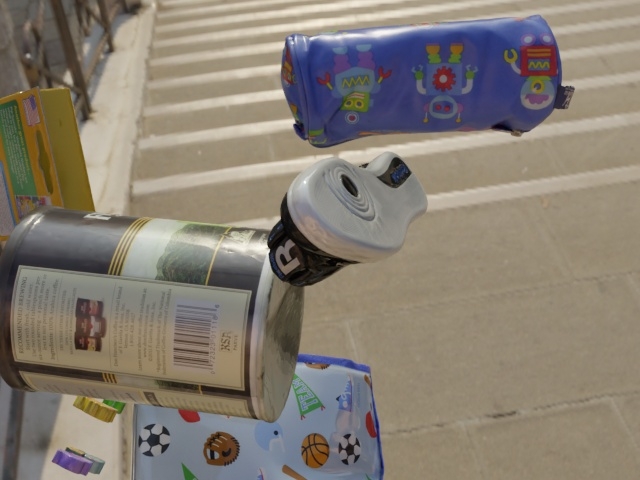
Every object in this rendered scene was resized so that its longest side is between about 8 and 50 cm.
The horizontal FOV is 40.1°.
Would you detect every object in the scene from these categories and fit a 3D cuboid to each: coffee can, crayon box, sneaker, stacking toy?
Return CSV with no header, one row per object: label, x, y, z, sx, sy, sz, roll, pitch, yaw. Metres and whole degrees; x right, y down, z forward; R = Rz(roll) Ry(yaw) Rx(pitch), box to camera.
coffee can,-0.170,0.075,0.924,0.275,0.201,0.201,6,46,9
crayon box,-0.438,-0.106,1.298,0.083,0.203,0.323,-16,9,-43
sneaker,0.000,0.000,0.645,0.079,0.121,0.217,57,23,5
stacking toy,-0.301,0.281,1.112,0.052,0.221,0.167,25,79,2

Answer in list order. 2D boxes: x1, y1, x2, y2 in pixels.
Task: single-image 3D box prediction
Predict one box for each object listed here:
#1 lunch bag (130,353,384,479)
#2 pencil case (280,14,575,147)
lunch bag,-0.093,0.347,1.339,0.386,0.239,0.327,2,66,-14
pencil case,0.110,-0.171,0.960,0.306,0.133,0.119,-5,13,-5
